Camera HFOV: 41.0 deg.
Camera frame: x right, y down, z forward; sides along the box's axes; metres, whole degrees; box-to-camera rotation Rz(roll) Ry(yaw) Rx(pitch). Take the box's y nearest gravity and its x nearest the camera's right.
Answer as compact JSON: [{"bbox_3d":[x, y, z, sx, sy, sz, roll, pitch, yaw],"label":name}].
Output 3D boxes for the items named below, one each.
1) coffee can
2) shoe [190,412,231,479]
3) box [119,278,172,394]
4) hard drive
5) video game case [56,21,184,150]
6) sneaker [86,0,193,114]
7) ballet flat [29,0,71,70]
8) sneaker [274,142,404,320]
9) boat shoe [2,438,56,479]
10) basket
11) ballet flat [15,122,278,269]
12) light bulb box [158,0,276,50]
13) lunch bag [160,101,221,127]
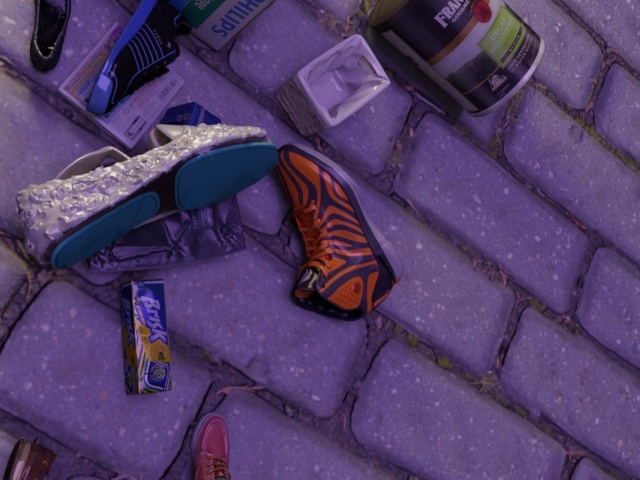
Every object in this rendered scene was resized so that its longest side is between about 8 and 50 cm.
[{"bbox_3d":[0.258,-0.396,1.622,0.275,0.201,0.202,37,64,-20],"label":"coffee can"},{"bbox_3d":[-0.157,0.350,1.291,0.063,0.081,0.178,13,74,-28],"label":"shoe"},{"bbox_3d":[-0.263,0.144,1.284,0.054,0.059,0.169,-1,81,-33],"label":"box"},{"bbox_3d":[-0.250,-0.041,1.332,0.254,0.054,0.172,-8,84,-31],"label":"hard drive"},{"bbox_3d":[-0.314,-0.245,1.359,0.143,0.019,0.157,40,63,-17],"label":"video game case"},{"bbox_3d":[-0.277,-0.278,1.327,0.090,0.081,0.232,29,65,-14],"label":"sneaker"},{"bbox_3d":[-0.407,-0.340,1.305,0.057,0.049,0.173,9,75,-30],"label":"ballet flat"},{"bbox_3d":[0.000,0.000,1.432,0.321,0.124,0.180,51,59,-12],"label":"sneaker"},{"bbox_3d":[-0.405,0.361,1.152,0.060,0.064,0.178,22,67,-23],"label":"boat shoe"},{"bbox_3d":[0.019,-0.270,1.511,0.167,0.103,0.113,-39,100,-30],"label":"basket"},{"bbox_3d":[-0.250,-0.100,1.241,0.408,0.147,0.147,-27,94,-30],"label":"ballet flat"},{"bbox_3d":[-0.194,-0.574,1.377,0.361,0.225,0.358,34,64,-21],"label":"light bulb box"},{"bbox_3d":[-0.216,-0.179,1.360,0.065,0.098,0.067,36,61,-40],"label":"lunch bag"}]
